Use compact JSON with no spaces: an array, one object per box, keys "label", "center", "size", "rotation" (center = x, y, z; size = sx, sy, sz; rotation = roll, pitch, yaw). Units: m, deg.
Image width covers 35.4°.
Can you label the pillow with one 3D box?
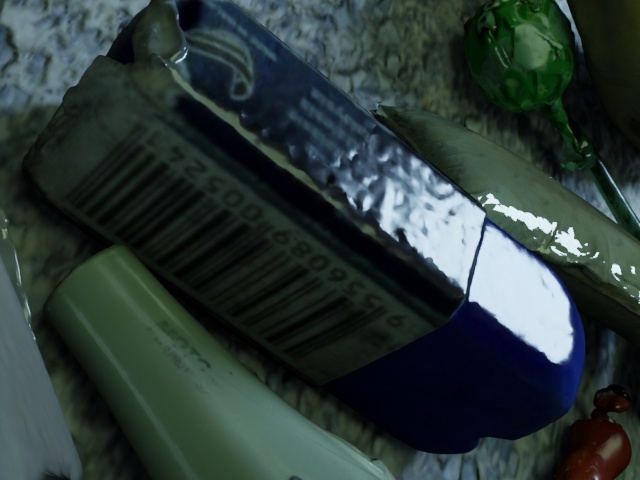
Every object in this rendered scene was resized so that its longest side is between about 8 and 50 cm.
[{"label":"pillow","center":[0.171,0.000,0.736],"size":[0.302,0.075,0.185],"rotation":[28,15,-25]}]

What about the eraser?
[{"label":"eraser","center":[0.000,0.000,0.583],"size":[0.332,0.155,0.101],"rotation":[36,50,-19]}]

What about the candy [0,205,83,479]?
[{"label":"candy","center":[-0.180,0.051,0.383],"size":[0.137,0.185,0.195],"rotation":[-17,80,-11]}]

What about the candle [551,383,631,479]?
[{"label":"candle","center":[0.145,0.222,0.662],"size":[0.051,0.048,0.329],"rotation":[41,49,3]}]

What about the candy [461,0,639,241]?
[{"label":"candy","center":[0.229,-0.067,0.857],"size":[0.323,0.097,0.097],"rotation":[55,47,-12]}]

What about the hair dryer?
[{"label":"hair dryer","center":[-0.091,0.145,0.495],"size":[0.298,0.119,0.296],"rotation":[-14,71,-28]}]

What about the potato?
[{"label":"potato","center":[0.297,-0.178,0.871],"size":[0.296,0.141,0.191],"rotation":[57,22,-47]}]
